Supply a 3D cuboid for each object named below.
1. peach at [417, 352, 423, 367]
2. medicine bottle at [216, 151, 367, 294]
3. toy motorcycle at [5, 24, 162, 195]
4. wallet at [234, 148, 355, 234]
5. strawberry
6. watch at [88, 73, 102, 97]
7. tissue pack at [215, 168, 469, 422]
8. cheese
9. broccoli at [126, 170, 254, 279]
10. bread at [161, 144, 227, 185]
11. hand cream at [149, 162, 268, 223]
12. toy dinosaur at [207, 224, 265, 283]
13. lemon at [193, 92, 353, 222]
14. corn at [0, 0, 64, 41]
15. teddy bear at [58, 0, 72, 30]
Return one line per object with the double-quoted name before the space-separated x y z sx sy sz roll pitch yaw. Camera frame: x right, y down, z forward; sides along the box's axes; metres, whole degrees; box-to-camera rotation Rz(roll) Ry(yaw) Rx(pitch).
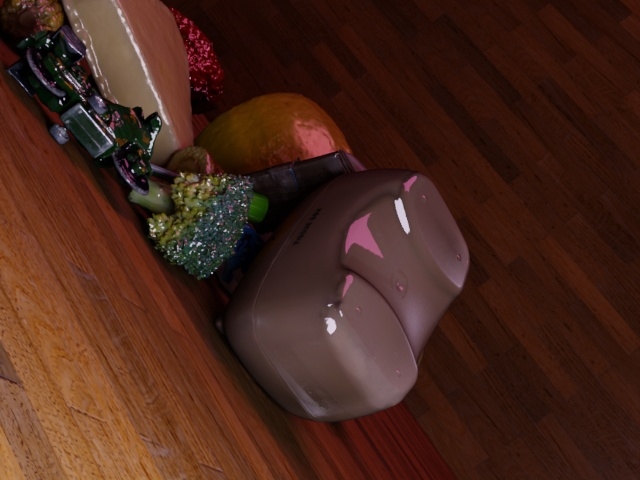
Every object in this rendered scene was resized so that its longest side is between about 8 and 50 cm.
"peach" 0.074 0.175 2.085 0.247 0.292 0.292 39 12 -43
"medicine bottle" -0.023 0.001 2.007 0.190 0.332 0.190 53 3 -4
"toy motorcycle" -0.330 -0.192 1.580 0.274 0.125 0.187 52 12 -22
"wallet" -0.037 -0.080 1.847 0.124 0.230 0.042 61 38 -25
"strawberry" -0.374 -0.451 2.750 0.250 0.239 0.288 -172 -112 -80
"watch" -0.389 -0.273 2.179 0.193 0.068 0.206 50 -1 -2
"tissue pack" 0.032 0.080 1.663 0.267 0.277 0.387 55 46 -23
"cheese" -0.341 -0.345 1.951 0.384 0.104 0.384 -17 90 -80
"broccoli" -0.211 -0.037 1.685 0.194 0.194 0.219 53 26 -9
"bread" -0.208 -0.076 1.929 0.103 0.132 0.172 7 -19 21
"hand cream" -0.213 -0.093 1.780 0.275 0.079 0.050 19 56 -27
"toy dinosaur" -0.156 0.010 1.835 0.329 0.144 0.076 17 39 -14
"lemon" -0.084 -0.097 2.235 0.364 0.364 0.364 53 3 -4
"corn" -0.467 -0.368 1.790 0.097 0.097 0.320 52 0 -15
"teddy bear" -0.502 -0.489 2.119 0.236 0.151 0.267 47 5 25
